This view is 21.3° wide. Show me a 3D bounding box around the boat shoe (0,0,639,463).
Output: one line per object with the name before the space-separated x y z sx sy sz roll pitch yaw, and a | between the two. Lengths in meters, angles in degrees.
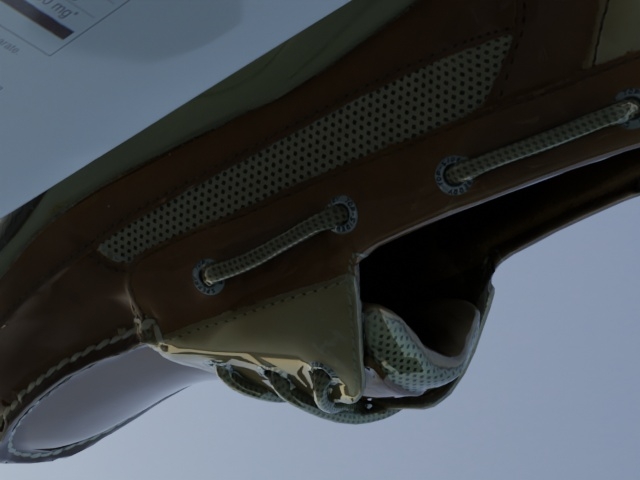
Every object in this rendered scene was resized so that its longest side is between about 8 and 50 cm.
boat shoe | 0.000 0.000 0.550 0.324 0.122 0.120 -38 -111 32

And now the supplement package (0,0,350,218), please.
supplement package | -0.126 -0.081 0.409 0.244 0.134 0.139 -28 -127 26
